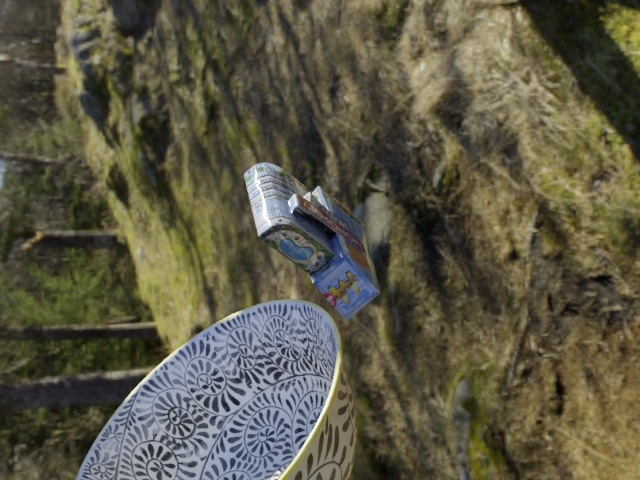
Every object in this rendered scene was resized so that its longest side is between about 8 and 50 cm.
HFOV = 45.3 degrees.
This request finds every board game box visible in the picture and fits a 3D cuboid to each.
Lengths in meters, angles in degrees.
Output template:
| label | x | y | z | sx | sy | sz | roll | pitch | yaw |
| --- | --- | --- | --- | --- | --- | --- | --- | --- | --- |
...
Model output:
| label | x | y | z | sx | sy | sz | roll | pitch | yaw |
| --- | --- | --- | --- | --- | --- | --- | --- | --- | --- |
| board game box | 0.000 | 0.000 | 0.986 | 0.060 | 0.194 | 0.194 | -42 | 36 | 16 |

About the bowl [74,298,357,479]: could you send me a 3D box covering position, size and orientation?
| label | x | y | z | sx | sy | sz | roll | pitch | yaw |
| --- | --- | --- | --- | --- | --- | --- | --- | --- | --- |
| bowl | -0.040 | 0.118 | 0.401 | 0.080 | 0.170 | 0.170 | 54 | 177 | -25 |
